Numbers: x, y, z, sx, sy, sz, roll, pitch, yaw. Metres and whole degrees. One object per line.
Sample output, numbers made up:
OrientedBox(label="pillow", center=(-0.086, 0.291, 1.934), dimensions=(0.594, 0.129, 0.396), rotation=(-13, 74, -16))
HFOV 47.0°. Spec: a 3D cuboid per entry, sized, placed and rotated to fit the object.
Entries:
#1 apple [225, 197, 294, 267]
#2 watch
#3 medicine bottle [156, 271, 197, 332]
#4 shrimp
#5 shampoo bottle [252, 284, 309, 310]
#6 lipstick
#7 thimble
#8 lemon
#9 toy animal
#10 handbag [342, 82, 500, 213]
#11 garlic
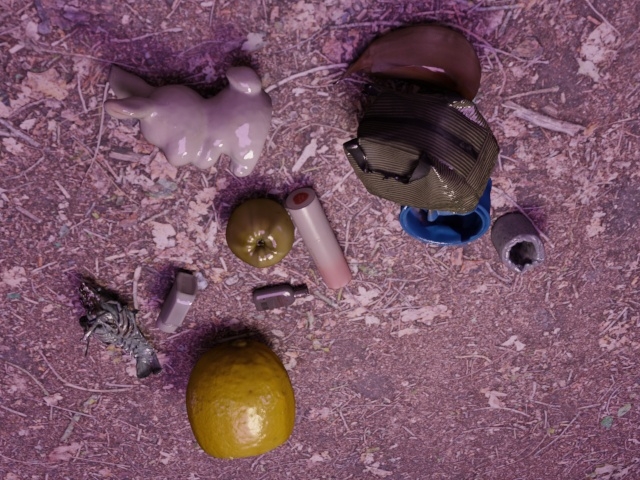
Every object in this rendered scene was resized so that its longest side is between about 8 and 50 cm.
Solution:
OrientedBox(label="apple", center=(-0.157, -0.020, 1.944), dimensions=(0.200, 0.200, 0.200), rotation=(-4, 132, -5))
OrientedBox(label="watch", center=(0.288, -0.102, 1.922), dimensions=(0.305, 0.241, 0.274), rotation=(-2, 147, 21))
OrientedBox(label="medicine bottle", center=(-0.415, 0.184, 2.121), dimensions=(0.069, 0.119, 0.183), rotation=(17, 127, -23))
OrientedBox(label="shrimp", center=(-0.598, 0.263, 2.149), dimensions=(0.221, 0.166, 0.410), rotation=(-22, 143, 8))
OrientedBox(label="shampoo bottle", center=(-0.117, 0.167, 2.205), dimensions=(0.165, 0.040, 0.080), rotation=(-12, 131, 1))
OrientedBox(label="lipstick", center=(0.000, 0.000, 2.043), dimensions=(0.087, 0.087, 0.327), rotation=(-19, 132, 8))
OrientedBox(label="thimble", center=(0.567, 0.010, 2.119), dimensions=(0.127, 0.118, 0.151), rotation=(-27, 129, 12))
OrientedBox(label="lemon", center=(-0.248, 0.462, 2.260), dimensions=(0.364, 0.364, 0.364), rotation=(-4, 132, -5))
OrientedBox(label="toy animal", center=(-0.298, -0.295, 1.673), dimensions=(0.368, 0.196, 0.241), rotation=(4, 123, -14))
OrientedBox(label="handbag", center=(0.218, -0.219, 1.686), dimensions=(0.341, 0.247, 0.240), rotation=(16, 171, 32))
OrientedBox(label="garlic", center=(0.216, -0.394, 1.702), dimensions=(0.338, 0.151, 0.196), rotation=(6, 143, -12))
